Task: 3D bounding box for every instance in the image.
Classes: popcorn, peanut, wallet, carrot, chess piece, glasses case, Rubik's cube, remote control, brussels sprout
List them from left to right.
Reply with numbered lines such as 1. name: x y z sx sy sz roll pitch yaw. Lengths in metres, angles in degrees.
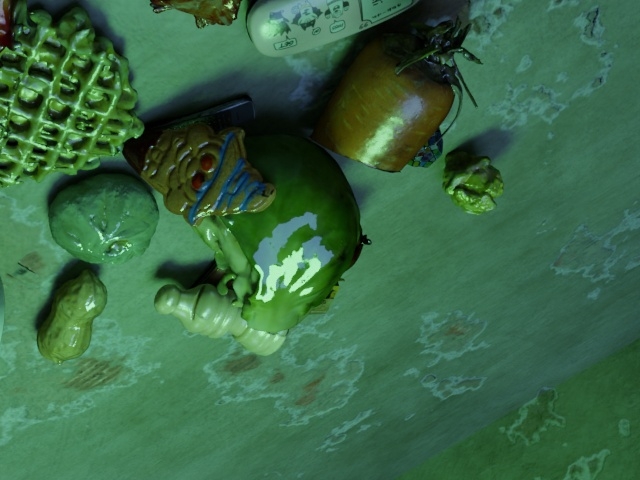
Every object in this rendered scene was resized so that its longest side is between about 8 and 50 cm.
1. peanut: -0.500 0.158 1.622 0.101 0.117 0.263 -15 146 -51
2. remote control: -0.219 -0.206 1.411 0.212 0.028 0.059 -18 147 -11
3. chess piece: -0.222 0.161 1.739 0.307 0.124 0.139 18 156 -36
4. wallet: -0.189 0.091 1.784 0.195 0.042 0.161 -43 140 23
5. brussels sprout: -0.072 -0.020 1.492 0.315 0.276 0.371 -13 116 -14
6. glasses case: 0.030 -0.389 1.292 0.315 0.075 0.122 -22 147 -6
7. carrot: 0.134 -0.252 1.418 0.193 0.214 0.331 6 130 -40
8. Rubik's cube: 0.196 -0.198 1.615 0.093 0.111 0.111 -34 154 -38
9. popcorn: 0.330 -0.126 1.746 0.126 0.145 0.126 -25 137 9

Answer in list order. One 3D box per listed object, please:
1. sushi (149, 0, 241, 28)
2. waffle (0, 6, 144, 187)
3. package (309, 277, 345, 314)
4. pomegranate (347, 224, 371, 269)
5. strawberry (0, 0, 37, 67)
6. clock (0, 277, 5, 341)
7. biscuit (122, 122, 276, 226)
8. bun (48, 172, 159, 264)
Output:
1. sushi: -0.136 -0.432 1.107 0.124 0.130 0.332 9 127 -32
2. waffle: -0.431 -0.210 1.236 0.297 0.073 0.317 -21 144 -6
3. package: 0.001 0.123 1.936 0.071 0.047 0.131 1 135 -28
4. pomegranate: -0.008 0.009 1.707 0.220 0.156 0.156 -22 144 2
5. strawberry: -0.499 -0.330 0.992 0.280 0.150 0.253 -18 123 -7
6. clock: -0.639 0.145 1.416 0.083 0.230 0.230 12 130 -41
7. biscuit: -0.207 -0.119 1.344 0.043 0.280 0.183 38 73 -85
8. bun: -0.390 -0.029 1.452 0.196 0.118 0.195 -14 143 -11
